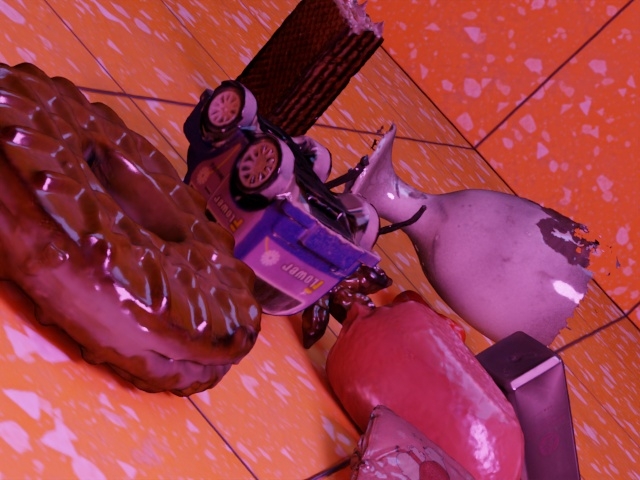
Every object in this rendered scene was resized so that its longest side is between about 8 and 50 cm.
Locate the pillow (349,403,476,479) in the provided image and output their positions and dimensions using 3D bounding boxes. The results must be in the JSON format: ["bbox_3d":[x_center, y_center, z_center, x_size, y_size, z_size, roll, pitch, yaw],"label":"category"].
[{"bbox_3d":[0.076,0.247,1.572,0.135,0.049,0.248,42,23,-11],"label":"pillow"}]

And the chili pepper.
[{"bbox_3d":[0.127,0.105,2.154,0.071,0.063,0.272,43,1,-19],"label":"chili pepper"}]

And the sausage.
[{"bbox_3d":[0.109,0.166,1.764,0.254,0.148,0.148,47,13,13],"label":"sausage"}]

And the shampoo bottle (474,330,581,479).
[{"bbox_3d":[0.221,0.220,1.866,0.079,0.080,0.246,34,-36,50],"label":"shampoo bottle"}]

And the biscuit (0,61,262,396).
[{"bbox_3d":[-0.179,-0.011,1.444,0.332,0.103,0.332,44,12,-12],"label":"biscuit"}]

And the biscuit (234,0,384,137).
[{"bbox_3d":[-0.026,-0.209,2.197,0.070,0.252,0.106,22,30,-41],"label":"biscuit"}]

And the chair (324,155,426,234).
[{"bbox_3d":[0.000,0.000,2.030,0.174,0.149,0.213,36,-24,-33],"label":"chair"}]

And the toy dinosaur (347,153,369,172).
[{"bbox_3d":[0.079,-0.085,2.623,0.080,0.045,0.197,48,3,-6],"label":"toy dinosaur"}]

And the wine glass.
[{"bbox_3d":[0.188,0.004,2.227,0.357,0.190,0.190,29,12,4],"label":"wine glass"}]

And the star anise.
[{"bbox_3d":[0.003,0.041,1.856,0.168,0.168,0.057,44,-26,-11],"label":"star anise"}]

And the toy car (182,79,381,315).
[{"bbox_3d":[-0.065,-0.038,1.766,0.172,0.158,0.235,34,17,-47],"label":"toy car"}]
